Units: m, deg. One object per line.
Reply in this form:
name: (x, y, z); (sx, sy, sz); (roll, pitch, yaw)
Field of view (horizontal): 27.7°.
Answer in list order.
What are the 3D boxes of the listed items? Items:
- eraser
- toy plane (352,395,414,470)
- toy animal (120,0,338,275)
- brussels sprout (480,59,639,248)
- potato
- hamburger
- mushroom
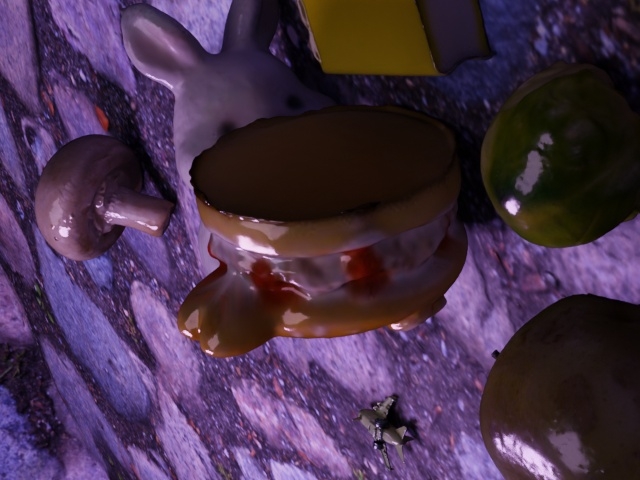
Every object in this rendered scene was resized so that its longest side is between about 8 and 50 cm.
eraser: (0.056, -0.239, 1.240); (0.226, 0.069, 0.158); (13, 126, 59)
toy plane: (0.079, 0.241, 1.669); (0.111, 0.040, 0.102); (26, 116, 51)
toy animal: (-0.092, -0.117, 1.499); (0.241, 0.196, 0.367); (32, 142, 53)
brussels sprout: (0.190, -0.065, 1.073); (0.149, 0.122, 0.151); (0, 113, 60)
potato: (0.273, 0.202, 1.082); (0.351, 0.202, 0.218); (55, 145, -11)
hamburger: (0.000, 0.000, 1.290); (0.261, 0.303, 0.186); (22, 128, 44)
mushroom: (-0.335, -0.058, 2.056); (0.215, 0.207, 0.207); (18, 138, 14)
